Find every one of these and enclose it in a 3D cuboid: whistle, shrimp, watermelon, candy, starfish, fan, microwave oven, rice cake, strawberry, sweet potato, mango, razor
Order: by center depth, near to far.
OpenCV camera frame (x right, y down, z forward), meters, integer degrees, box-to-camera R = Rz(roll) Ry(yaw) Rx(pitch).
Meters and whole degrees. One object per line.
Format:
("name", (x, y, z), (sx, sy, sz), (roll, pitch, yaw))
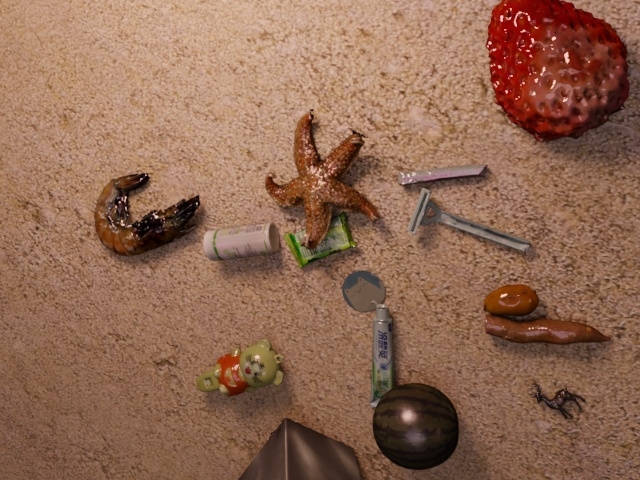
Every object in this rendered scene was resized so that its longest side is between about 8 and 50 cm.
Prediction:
("strawberry", (0.474, -0.370, 1.057), (0.265, 0.149, 0.336), (-34, 90, 21))
("sweet potato", (0.533, 0.215, 1.209), (0.281, 0.059, 0.067), (3, 131, 17))
("rice cake", (0.286, -0.155, 1.214), (0.208, 0.033, 0.033), (-5, 91, 15))
("mango", (0.448, 0.144, 1.216), (0.127, 0.063, 0.077), (-10, 90, 18))
("razor", (0.355, -0.031, 1.218), (0.278, 0.056, 0.111), (19, 108, 3))
("starfish", (0.012, -0.142, 1.247), (0.312, 0.113, 0.303), (45, 111, 11))
("watermelon", (0.232, 0.457, 1.270), (0.212, 0.212, 0.212), (3, 103, 15))
("candy", (0.000, 0.000, 1.326), (0.178, 0.032, 0.102), (-22, 92, 19))
("fan", (0.131, 0.156, 1.337), (0.113, 0.005, 0.175), (-40, 89, 21))
("microwave oven", (-0.105, 0.749, 1.340), (0.236, 0.374, 0.432), (30, 107, -17))
("whistle", (-0.225, 0.364, 1.427), (0.289, 0.106, 0.131), (-22, 89, 18))
("shrimp", (-0.492, -0.087, 1.428), (0.365, 0.071, 0.233), (-21, 90, 24))

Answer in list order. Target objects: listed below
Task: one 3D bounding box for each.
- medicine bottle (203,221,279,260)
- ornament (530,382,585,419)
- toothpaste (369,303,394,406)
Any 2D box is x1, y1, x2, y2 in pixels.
("medicine bottle", (-0.206, 0.003, 1.355), (0.184, 0.086, 0.086), (-7, 100, 17))
("ornament", (0.571, 0.381, 1.255), (0.125, 0.028, 0.073), (33, 109, 5))
("toothpaste", (0.162, 0.307, 1.341), (0.075, 0.048, 0.296), (2, 108, 14))
